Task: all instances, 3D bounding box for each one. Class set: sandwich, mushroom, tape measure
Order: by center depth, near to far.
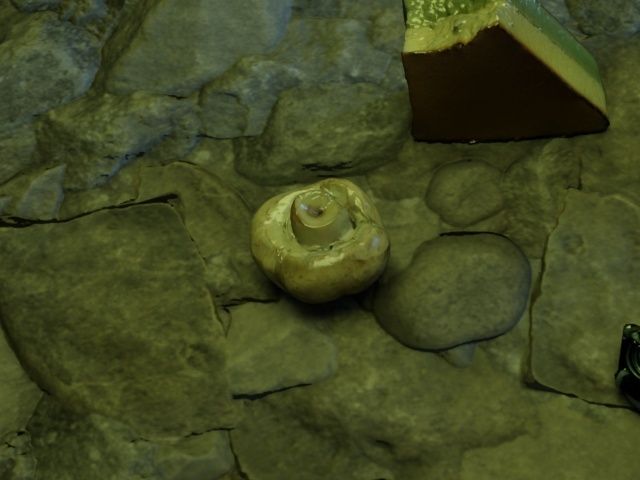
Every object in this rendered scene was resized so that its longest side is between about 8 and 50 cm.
[{"bbox_3d":[0.322,0.118,1.335,0.091,0.054,0.094,-5,45,8],"label":"tape measure"},{"bbox_3d":[0.000,0.000,1.444,0.148,0.112,0.148,0,57,0],"label":"mushroom"},{"bbox_3d":[0.199,-0.201,1.521,0.220,0.186,0.108,-2,55,8],"label":"sandwich"}]
